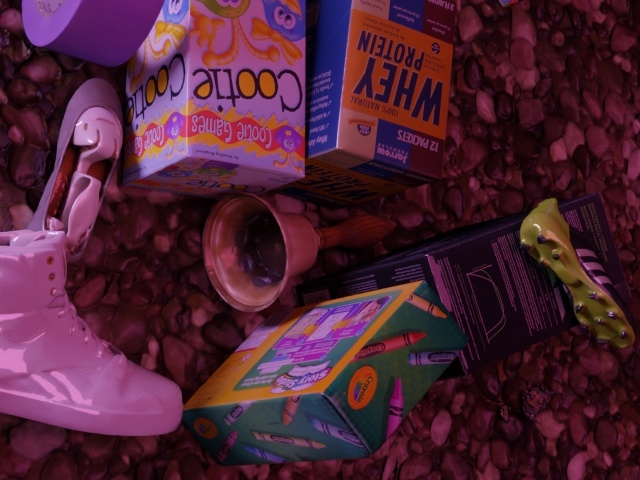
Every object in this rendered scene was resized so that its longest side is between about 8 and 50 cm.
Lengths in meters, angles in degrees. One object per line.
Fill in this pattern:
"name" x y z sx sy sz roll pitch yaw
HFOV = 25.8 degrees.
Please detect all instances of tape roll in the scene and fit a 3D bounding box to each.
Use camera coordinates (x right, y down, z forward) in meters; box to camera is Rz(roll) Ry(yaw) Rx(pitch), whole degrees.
"tape roll" -0.217 -0.270 1.363 0.080 0.189 0.189 14 74 -33

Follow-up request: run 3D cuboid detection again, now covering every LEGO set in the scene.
"LEGO set" 0.251 0.199 1.714 0.083 0.023 0.054 4 77 -21

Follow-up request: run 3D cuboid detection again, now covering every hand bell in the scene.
"hand bell" 0.000 0.000 1.536 0.242 0.126 0.126 -9 87 -48

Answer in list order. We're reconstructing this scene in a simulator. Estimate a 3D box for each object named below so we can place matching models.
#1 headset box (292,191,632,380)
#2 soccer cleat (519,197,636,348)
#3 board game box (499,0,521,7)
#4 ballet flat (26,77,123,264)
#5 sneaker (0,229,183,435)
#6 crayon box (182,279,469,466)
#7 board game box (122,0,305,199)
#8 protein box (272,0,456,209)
"headset box" 0.161 0.055 1.536 0.283 0.246 0.131 -19 92 -37
"soccer cleat" 0.273 0.033 1.432 0.179 0.060 0.072 50 49 -15
"board game box" 0.258 -0.408 1.808 0.170 0.048 0.141 -47 110 -31
"ballet flat" -0.231 -0.069 1.391 0.072 0.068 0.213 29 66 -32
"sneaker" -0.239 0.080 1.309 0.292 0.108 0.169 16 95 -31
"crayon box" -0.004 0.136 1.384 0.165 0.278 0.081 -45 107 -32
"board game box" -0.109 -0.194 1.451 0.144 0.142 0.275 8 76 -34
"protein box" 0.027 -0.159 1.507 0.136 0.199 0.201 14 74 -31
